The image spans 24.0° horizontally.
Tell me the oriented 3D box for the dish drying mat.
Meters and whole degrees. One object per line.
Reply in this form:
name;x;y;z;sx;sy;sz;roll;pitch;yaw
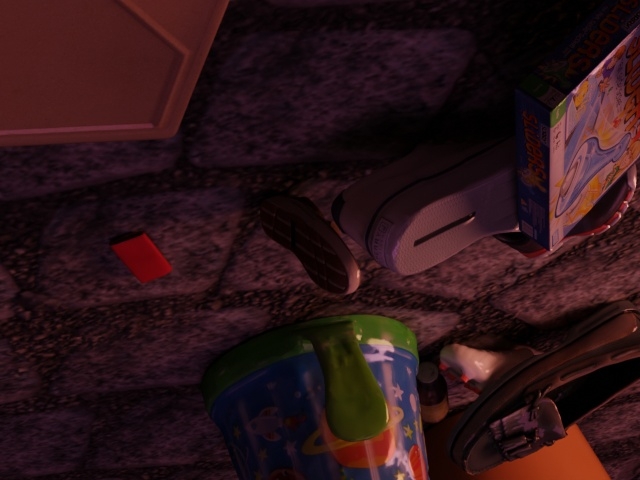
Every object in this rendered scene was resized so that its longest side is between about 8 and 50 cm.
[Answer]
dish drying mat;-0.152;0.014;1.282;0.032;0.008;0.083;-18;153;5

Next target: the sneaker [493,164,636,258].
sneaker;0.213;-0.031;1.337;0.065;0.061;0.158;13;143;-34

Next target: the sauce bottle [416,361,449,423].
sauce bottle;0.125;0.172;1.714;0.042;0.042;0.128;-15;156;-1

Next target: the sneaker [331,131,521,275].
sneaker;0.121;-0.053;1.216;0.258;0.091;0.094;-19;131;-38

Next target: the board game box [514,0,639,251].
board game box;0.204;-0.093;1.139;0.136;0.035;0.201;-45;154;-15

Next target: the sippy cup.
sippy cup;0.012;0.225;1.551;0.240;0.224;0.305;-25;153;20

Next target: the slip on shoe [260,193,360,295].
slip on shoe;0.000;0.000;1.212;0.041;0.135;0.051;-13;118;-28

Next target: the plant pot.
plant pot;0.244;0.326;1.906;0.291;0.203;0.291;-12;154;-6

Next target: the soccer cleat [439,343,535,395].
soccer cleat;0.203;0.146;1.694;0.196;0.068;0.076;34;86;-43

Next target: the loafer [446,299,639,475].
loafer;0.259;0.171;1.638;0.267;0.084;0.096;-38;137;-4

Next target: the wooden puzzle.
wooden puzzle;-0.177;-0.125;0.957;0.221;0.044;0.238;-4;157;-22
